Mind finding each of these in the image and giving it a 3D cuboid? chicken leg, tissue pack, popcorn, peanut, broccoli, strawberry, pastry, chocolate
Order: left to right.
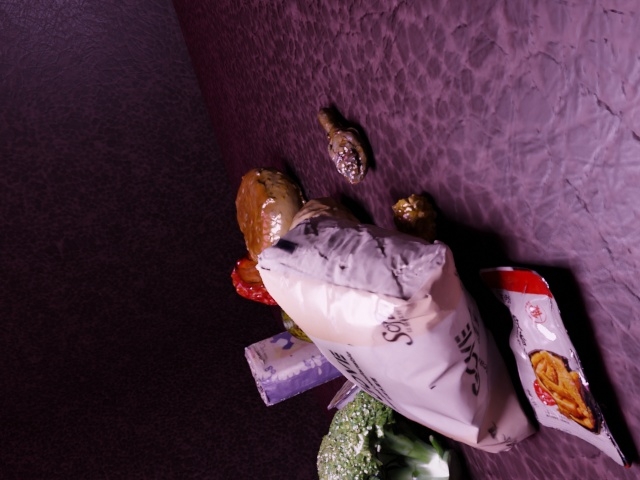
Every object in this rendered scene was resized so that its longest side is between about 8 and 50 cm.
[{"bbox_3d":[-0.147,0.135,1.647,0.265,0.336,0.149,55,131,32],"label":"strawberry"},{"bbox_3d":[-0.136,-0.078,1.543,0.316,0.184,0.284,62,145,37],"label":"pastry"},{"bbox_3d":[-0.059,0.383,1.650,0.242,0.343,0.125,-140,32,-65],"label":"tissue pack"},{"bbox_3d":[0.000,0.000,1.174,0.387,0.169,0.192,166,98,-78],"label":"peanut"},{"bbox_3d":[0.039,-0.193,0.950,0.085,0.069,0.198,46,-165,-50],"label":"chicken leg"},{"bbox_3d":[0.139,0.431,1.397,0.147,0.221,0.221,37,161,8],"label":"chocolate"},{"bbox_3d":[0.141,0.509,1.110,0.310,0.321,0.413,21,145,50],"label":"broccoli"},{"bbox_3d":[0.111,0.138,0.797,0.390,0.195,0.376,10,138,52],"label":"tissue pack"},{"bbox_3d":[0.148,-0.029,0.773,0.083,0.057,0.082,55,163,35],"label":"popcorn"}]

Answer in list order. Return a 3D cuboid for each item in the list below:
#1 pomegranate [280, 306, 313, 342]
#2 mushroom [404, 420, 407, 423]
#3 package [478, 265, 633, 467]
[{"bbox_3d":[0.021,0.197,1.405,0.276,0.222,0.204,32,151,8],"label":"pomegranate"},{"bbox_3d":[0.220,0.562,1.451,0.209,0.084,0.071,78,-156,-60],"label":"mushroom"},{"bbox_3d":[0.273,0.141,0.606,0.154,0.030,0.239,178,70,-78],"label":"package"}]
